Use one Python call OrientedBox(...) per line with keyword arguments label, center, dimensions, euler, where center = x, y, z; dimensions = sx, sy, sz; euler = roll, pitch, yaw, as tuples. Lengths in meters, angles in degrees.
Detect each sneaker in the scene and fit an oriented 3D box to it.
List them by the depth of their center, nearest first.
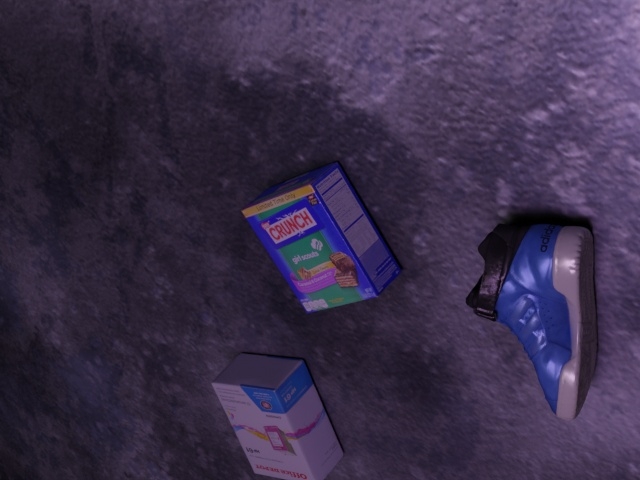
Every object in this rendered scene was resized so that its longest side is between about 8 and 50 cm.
OrientedBox(label="sneaker", center=(0.150, 0.057, 0.687), dimensions=(0.084, 0.058, 0.152), euler=(7, 122, 29))

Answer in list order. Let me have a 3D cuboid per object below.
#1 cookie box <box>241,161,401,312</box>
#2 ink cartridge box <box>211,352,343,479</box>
OrientedBox(label="cookie box", center=(0.000, 0.000, 0.783), dimensions=(0.092, 0.040, 0.107), euler=(-18, 109, 47))
OrientedBox(label="ink cartridge box", center=(-0.042, 0.179, 0.953), dimensions=(0.088, 0.052, 0.122), euler=(-1, 123, 40))
